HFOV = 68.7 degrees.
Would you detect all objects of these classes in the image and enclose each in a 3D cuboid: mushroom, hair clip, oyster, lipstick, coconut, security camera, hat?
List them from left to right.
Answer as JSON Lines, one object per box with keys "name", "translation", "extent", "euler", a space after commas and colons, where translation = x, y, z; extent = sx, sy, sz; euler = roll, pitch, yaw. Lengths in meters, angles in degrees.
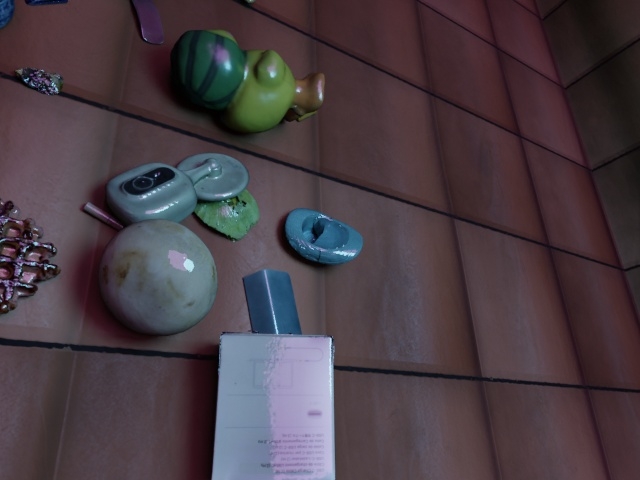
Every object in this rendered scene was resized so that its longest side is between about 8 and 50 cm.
{"name": "oyster", "translation": [-0.551, -0.317, 0.918], "extent": [0.083, 0.019, 0.054], "euler": [11, 63, -30]}
{"name": "lipstick", "translation": [-0.400, -0.040, 0.886], "extent": [0.094, 0.019, 0.019], "euler": [34, 53, -17]}
{"name": "hair clip", "translation": [-0.412, -0.530, 1.117], "extent": [0.054, 0.022, 0.137], "euler": [-7, 72, -40]}
{"name": "mushroom", "translation": [-0.270, 0.059, 0.838], "extent": [0.207, 0.207, 0.215], "euler": [55, 19, 1]}
{"name": "security camera", "translation": [-0.274, -0.119, 0.943], "extent": [0.157, 0.080, 0.302], "euler": [33, 46, 23]}
{"name": "coconut", "translation": [-0.196, -0.068, 1.018], "extent": [0.158, 0.055, 0.133], "euler": [-9, 72, -36]}
{"name": "hat", "translation": [0.000, 0.000, 1.111], "extent": [0.191, 0.077, 0.138], "euler": [22, 46, -2]}

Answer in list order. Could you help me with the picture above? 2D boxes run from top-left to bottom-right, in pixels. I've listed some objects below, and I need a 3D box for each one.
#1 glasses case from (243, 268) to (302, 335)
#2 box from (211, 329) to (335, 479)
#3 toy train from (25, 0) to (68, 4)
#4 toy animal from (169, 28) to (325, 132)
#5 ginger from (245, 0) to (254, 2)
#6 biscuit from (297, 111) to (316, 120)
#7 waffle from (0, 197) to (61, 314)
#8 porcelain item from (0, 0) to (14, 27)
{"name": "glasses case", "translation": [-0.081, 0.192, 0.969], "extent": [0.105, 0.056, 0.265], "euler": [-1, 69, -34]}
{"name": "box", "translation": [-0.082, 0.294, 0.835], "extent": [0.204, 0.106, 0.251], "euler": [3, 68, -10]}
{"name": "toy train", "translation": [-0.581, -0.513, 0.995], "extent": [0.083, 0.017, 0.017], "euler": [-31, 86, -40]}
{"name": "toy animal", "translation": [-0.179, -0.352, 1.083], "extent": [0.339, 0.216, 0.191], "euler": [17, 86, -24]}
{"name": "ginger", "translation": [-0.268, -0.792, 1.320], "extent": [0.089, 0.075, 0.288], "euler": [-37, 95, -35]}
{"name": "biscuit", "translation": [-0.057, -0.372, 1.287], "extent": [0.081, 0.018, 0.083], "euler": [-37, 91, -41]}
{"name": "waffle", "translation": [-0.552, 0.026, 0.729], "extent": [0.221, 0.055, 0.234], "euler": [49, 45, -3]}
{"name": "porcelain item", "translation": [-0.653, -0.484, 0.868], "extent": [0.147, 0.114, 0.147], "euler": [15, 60, -27]}
